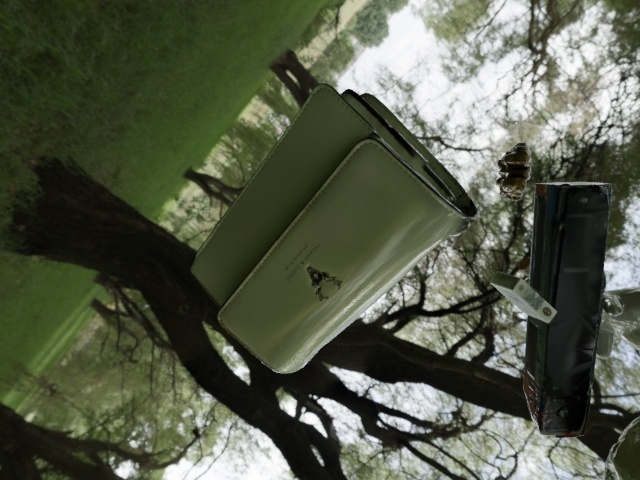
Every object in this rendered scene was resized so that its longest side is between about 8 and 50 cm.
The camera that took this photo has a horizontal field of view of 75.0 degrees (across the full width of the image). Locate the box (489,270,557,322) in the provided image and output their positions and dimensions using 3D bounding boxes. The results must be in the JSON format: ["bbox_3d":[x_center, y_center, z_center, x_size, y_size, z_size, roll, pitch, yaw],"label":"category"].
[{"bbox_3d":[0.295,0.082,0.609,0.024,0.083,0.054,-51,-166,-1],"label":"box"}]

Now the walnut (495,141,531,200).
[{"bbox_3d":[0.468,-0.168,1.018,0.170,0.068,0.143,-15,109,-71],"label":"walnut"}]

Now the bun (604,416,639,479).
[{"bbox_3d":[0.542,0.334,0.638,0.220,0.220,0.134,-42,-139,30],"label":"bun"}]

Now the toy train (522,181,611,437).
[{"bbox_3d":[0.384,0.111,0.668,0.089,0.086,0.410,-100,-173,-78],"label":"toy train"}]

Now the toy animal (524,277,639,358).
[{"bbox_3d":[0.577,0.160,0.879,0.282,0.141,0.138,-1,-151,13],"label":"toy animal"}]

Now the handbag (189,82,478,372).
[{"bbox_3d":[0.000,0.000,0.586,0.358,0.237,0.160,-47,170,28],"label":"handbag"}]

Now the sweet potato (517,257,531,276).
[{"bbox_3d":[0.748,0.147,1.331,0.059,0.281,0.067,-57,-163,-5],"label":"sweet potato"}]
